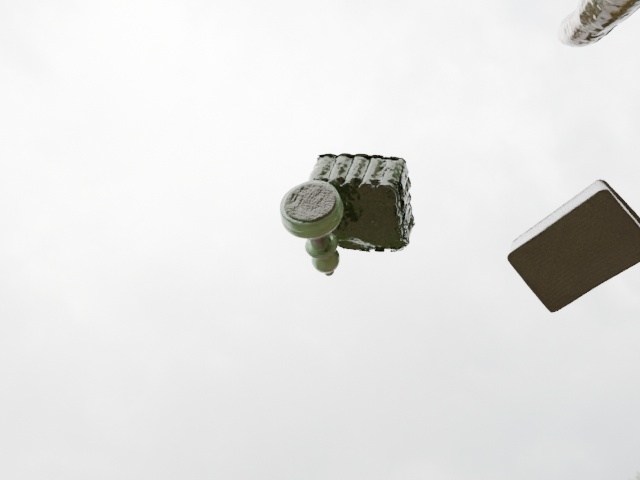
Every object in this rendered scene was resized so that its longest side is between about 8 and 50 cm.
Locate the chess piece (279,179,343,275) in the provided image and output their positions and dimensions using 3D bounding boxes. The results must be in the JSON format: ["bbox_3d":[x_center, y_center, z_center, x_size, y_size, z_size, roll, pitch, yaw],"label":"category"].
[{"bbox_3d":[0.000,0.000,1.278,0.139,0.139,0.271,-20,-40,-3],"label":"chess piece"}]

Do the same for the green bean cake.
[{"bbox_3d":[0.105,-0.087,1.376,0.241,0.132,0.255,1,-43,19],"label":"green bean cake"}]

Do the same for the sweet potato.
[{"bbox_3d":[0.361,-0.300,0.702,0.075,0.273,0.075,0,-93,5],"label":"sweet potato"}]

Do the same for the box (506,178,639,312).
[{"bbox_3d":[0.602,0.014,1.293,0.273,0.143,0.184,-42,-93,27],"label":"box"}]
